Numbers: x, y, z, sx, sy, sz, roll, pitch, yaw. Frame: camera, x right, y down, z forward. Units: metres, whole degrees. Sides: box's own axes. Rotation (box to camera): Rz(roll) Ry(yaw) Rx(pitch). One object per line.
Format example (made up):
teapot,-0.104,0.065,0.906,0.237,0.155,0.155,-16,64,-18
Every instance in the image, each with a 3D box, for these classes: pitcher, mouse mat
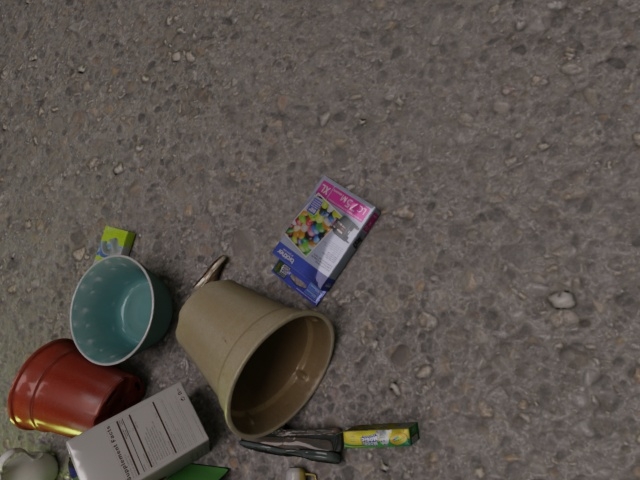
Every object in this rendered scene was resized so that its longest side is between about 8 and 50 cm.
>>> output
pitcher,-0.890,0.687,1.442,0.125,0.207,0.178,35,93,25
mouse mat,-0.345,0.632,1.241,0.152,0.189,0.007,-4,94,22

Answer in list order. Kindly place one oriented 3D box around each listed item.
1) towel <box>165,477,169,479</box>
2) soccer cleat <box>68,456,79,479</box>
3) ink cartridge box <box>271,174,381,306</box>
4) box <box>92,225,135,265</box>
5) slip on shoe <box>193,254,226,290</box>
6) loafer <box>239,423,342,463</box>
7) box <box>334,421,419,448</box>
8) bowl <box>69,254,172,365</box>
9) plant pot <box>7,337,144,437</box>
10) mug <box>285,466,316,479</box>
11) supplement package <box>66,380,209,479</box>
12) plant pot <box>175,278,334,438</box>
towel,-0.486,0.647,1.384,0.151,0.023,0.113,3,81,23
soccer cleat,-0.616,0.692,1.392,0.289,0.093,0.121,6,112,30
ink cartridge box,0.000,0.000,1.300,0.185,0.065,0.311,35,95,25
box,-0.684,0.049,1.583,0.108,0.042,0.178,13,83,25
slip on shoe,-0.318,0.102,1.422,0.041,0.051,0.135,41,87,-15
loafer,-0.072,0.501,1.217,0.267,0.096,0.084,2,60,16
box,0.131,0.454,1.122,0.179,0.105,0.043,-10,75,21
bowl,-0.566,0.207,1.434,0.311,0.163,0.312,-5,78,22
plant pot,-0.681,0.450,1.391,0.264,0.272,0.273,12,84,16
mug,-0.056,0.602,1.203,0.062,0.078,0.064,-28,55,50
supplement package,-0.454,0.531,1.236,0.292,0.178,0.175,-25,65,-25
plant pot,-0.187,0.255,1.205,0.305,0.333,0.334,29,91,36
